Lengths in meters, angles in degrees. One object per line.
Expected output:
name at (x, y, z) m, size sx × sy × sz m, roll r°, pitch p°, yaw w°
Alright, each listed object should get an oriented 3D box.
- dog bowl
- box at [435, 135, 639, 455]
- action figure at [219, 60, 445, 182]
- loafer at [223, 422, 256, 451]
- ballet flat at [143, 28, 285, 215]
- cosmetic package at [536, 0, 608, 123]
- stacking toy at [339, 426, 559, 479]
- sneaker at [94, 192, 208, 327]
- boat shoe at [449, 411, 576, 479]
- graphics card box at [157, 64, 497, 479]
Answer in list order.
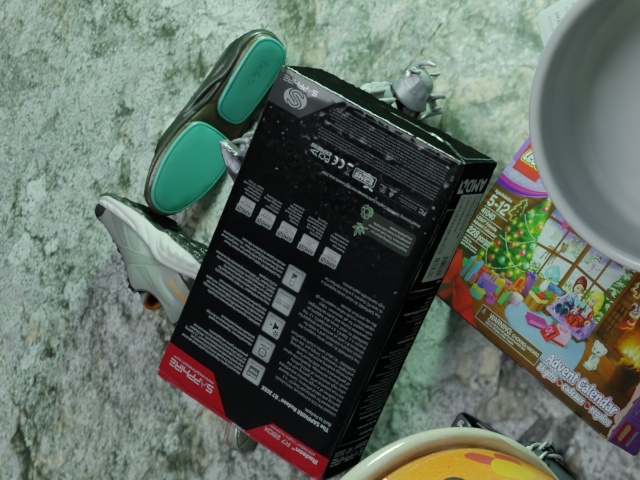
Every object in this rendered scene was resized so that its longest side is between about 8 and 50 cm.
dog bowl at (0.313, -0.104, 1.113) m, size 0.265 × 0.104 × 0.264 m, roll 6°, pitch 102°, yaw 27°
box at (0.251, 0.040, 1.298) m, size 0.201 × 0.057 × 0.293 m, roll -54°, pitch 43°, yaw 5°
action figure at (0.022, -0.130, 1.530) m, size 0.285 × 0.185 × 0.099 m, roll -30°, pitch 69°, yaw 36°
loafer at (-0.085, 0.179, 1.549) m, size 0.039 × 0.045 × 0.125 m, roll 2°, pitch 72°, yaw 50°
ballet flat at (-0.144, -0.153, 1.754) m, size 0.280 × 0.095 × 0.096 m, roll -54°, pitch 33°, yaw -8°
cosmetic package at (0.330, -0.168, 1.269) m, size 0.184 × 0.151 × 0.151 m, roll -29°, pitch 51°, yaw 28°
stacking toy at (0.216, 0.327, 0.924) m, size 0.480 × 0.351 × 0.350 m, roll 2°, pitch 69°, yaw 53°
sneaker at (-0.222, 0.019, 1.723) m, size 0.271 × 0.100 × 0.108 m, roll 37°, pitch 100°, yaw 47°
boat shoe at (0.189, 0.209, 1.255) m, size 0.206 × 0.075 × 0.064 m, roll 12°, pitch 80°, yaw 50°
graphics card box at (-0.001, 0.032, 1.393) m, size 0.233 × 0.094 × 0.370 m, roll 30°, pitch 109°, yaw 25°
